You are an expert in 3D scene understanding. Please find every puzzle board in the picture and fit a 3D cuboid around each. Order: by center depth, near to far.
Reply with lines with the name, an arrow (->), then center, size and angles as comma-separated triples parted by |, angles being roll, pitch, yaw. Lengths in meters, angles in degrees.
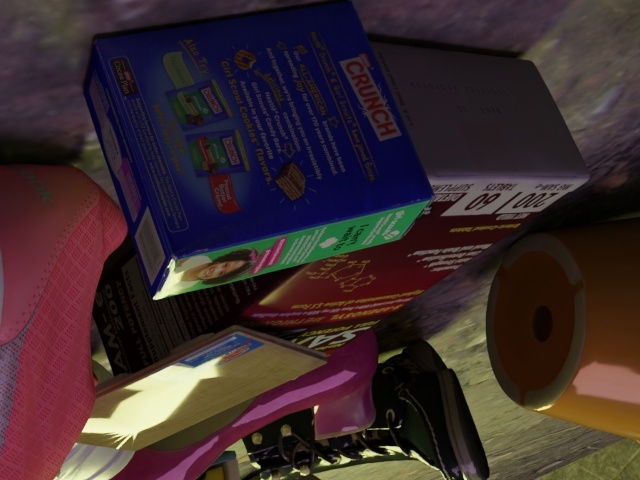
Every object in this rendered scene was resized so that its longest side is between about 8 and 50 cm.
puzzle board -> -0.072, 0.075, 0.595 | 0.128, 0.011, 0.096 | -27, 155, 18

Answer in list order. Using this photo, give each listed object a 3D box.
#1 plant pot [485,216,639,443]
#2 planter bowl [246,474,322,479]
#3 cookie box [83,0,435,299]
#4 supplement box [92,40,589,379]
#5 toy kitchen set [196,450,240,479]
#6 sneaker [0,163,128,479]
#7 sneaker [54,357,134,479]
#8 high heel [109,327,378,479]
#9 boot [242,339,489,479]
plant pot -> 0.234, 0.064, 0.873 | 0.188, 0.205, 0.205 | 5, 151, -23
planter bowl -> -0.044, 0.321, 1.341 | 0.162, 0.109, 0.162 | -21, 161, -7
cookie box -> -0.024, -0.036, 0.445 | 0.107, 0.091, 0.040 | -13, 161, -24
supplement box -> 0.000, 0.000, 0.596 | 0.130, 0.073, 0.239 | -3, 154, -44
toy kitchen set -> -0.122, 0.208, 1.002 | 0.166, 0.122, 0.207 | -13, 179, -27
sneaker -> -0.154, 0.105, 0.514 | 0.136, 0.116, 0.313 | -16, 134, -51
sneaker -> -0.250, 0.133, 0.644 | 0.293, 0.108, 0.169 | -29, 160, -10
high heel -> -0.078, 0.108, 0.831 | 0.244, 0.082, 0.117 | -9, 129, 0
boot -> 0.030, 0.159, 0.938 | 0.179, 0.085, 0.236 | -19, -170, -1
